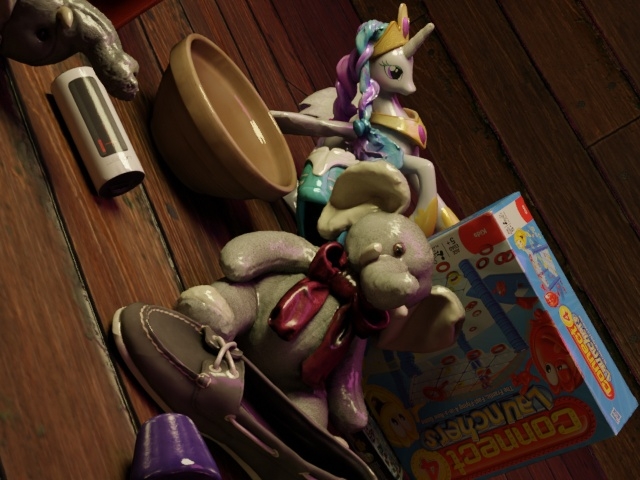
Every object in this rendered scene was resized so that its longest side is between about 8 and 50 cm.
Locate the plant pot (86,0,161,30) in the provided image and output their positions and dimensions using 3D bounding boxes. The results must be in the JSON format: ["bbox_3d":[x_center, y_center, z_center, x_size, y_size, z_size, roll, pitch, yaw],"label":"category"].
[{"bbox_3d":[-0.247,-0.459,1.342,0.267,0.267,0.236,47,27,-35],"label":"plant pot"}]

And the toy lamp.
[{"bbox_3d":[-0.098,0.257,0.847,0.080,0.080,0.275,41,22,-47],"label":"toy lamp"}]

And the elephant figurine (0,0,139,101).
[{"bbox_3d":[-0.299,-0.241,1.071,0.169,0.186,0.239,-9,94,-38],"label":"elephant figurine"}]

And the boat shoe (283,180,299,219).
[{"bbox_3d":[-0.038,-0.059,1.742,0.100,0.035,0.035,58,-13,12],"label":"boat shoe"}]

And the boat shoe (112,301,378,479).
[{"bbox_3d":[-0.066,0.164,1.092,0.335,0.095,0.112,50,18,-26],"label":"boat shoe"}]

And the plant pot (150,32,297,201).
[{"bbox_3d":[-0.139,-0.137,1.418,0.237,0.109,0.237,51,18,-24],"label":"plant pot"}]

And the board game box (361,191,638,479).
[{"bbox_3d":[0.185,0.141,1.395,0.086,0.308,0.302,-29,89,-53],"label":"board game box"}]

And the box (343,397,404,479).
[{"bbox_3d":[0.063,0.254,1.452,0.137,0.027,0.094,56,15,-8],"label":"box"}]

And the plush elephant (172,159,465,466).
[{"bbox_3d":[0.029,0.067,1.273,0.272,0.255,0.330,55,15,-13],"label":"plush elephant"}]

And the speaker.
[{"bbox_3d":[-0.237,-0.114,1.175,0.136,0.055,0.055,63,16,16],"label":"speaker"}]

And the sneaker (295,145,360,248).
[{"bbox_3d":[0.000,0.000,1.511,0.275,0.107,0.110,84,22,-43],"label":"sneaker"}]

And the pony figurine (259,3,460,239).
[{"bbox_3d":[0.050,-0.139,1.620,0.303,0.351,0.363,-25,105,-48],"label":"pony figurine"}]
